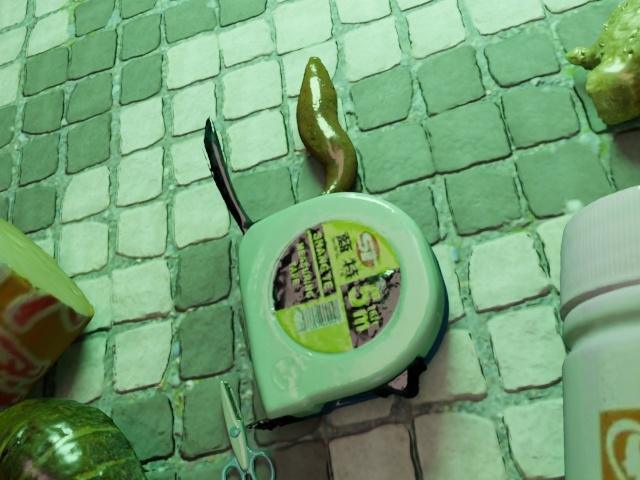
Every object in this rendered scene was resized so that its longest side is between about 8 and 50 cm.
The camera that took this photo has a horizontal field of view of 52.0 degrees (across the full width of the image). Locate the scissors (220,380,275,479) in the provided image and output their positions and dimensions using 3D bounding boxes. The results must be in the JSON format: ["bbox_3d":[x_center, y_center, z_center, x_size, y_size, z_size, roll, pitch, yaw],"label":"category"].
[{"bbox_3d":[-0.085,0.201,0.672,0.058,0.014,0.119,-24,64,7],"label":"scissors"}]

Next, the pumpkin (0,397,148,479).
[{"bbox_3d":[-0.256,0.258,0.635,0.218,0.162,0.219,1,91,28],"label":"pumpkin"}]

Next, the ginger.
[{"bbox_3d":[0.344,-0.184,0.643,0.216,0.102,0.157,11,74,47],"label":"ginger"}]

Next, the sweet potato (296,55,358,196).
[{"bbox_3d":[0.002,-0.135,0.778,0.055,0.058,0.202,-1,63,-27],"label":"sweet potato"}]

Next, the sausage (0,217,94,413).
[{"bbox_3d":[-0.422,0.113,0.712,0.233,0.233,0.287,33,80,29],"label":"sausage"}]

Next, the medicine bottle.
[{"bbox_3d":[0.277,0.135,0.466,0.202,0.202,0.316,-1,66,19],"label":"medicine bottle"}]

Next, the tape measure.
[{"bbox_3d":[0.000,0.000,0.679,0.215,0.098,0.352,-19,69,12],"label":"tape measure"}]
